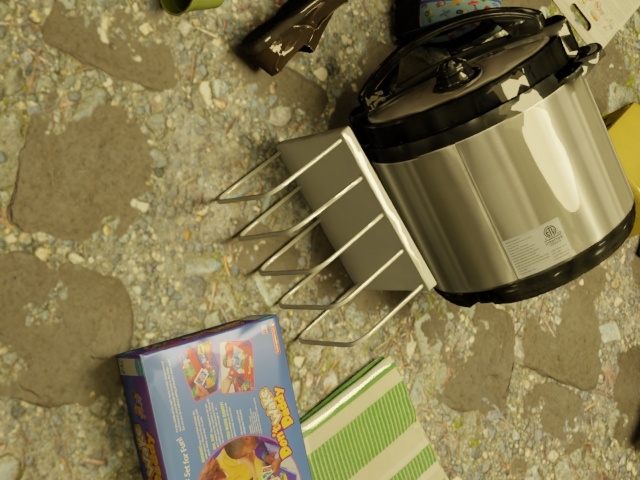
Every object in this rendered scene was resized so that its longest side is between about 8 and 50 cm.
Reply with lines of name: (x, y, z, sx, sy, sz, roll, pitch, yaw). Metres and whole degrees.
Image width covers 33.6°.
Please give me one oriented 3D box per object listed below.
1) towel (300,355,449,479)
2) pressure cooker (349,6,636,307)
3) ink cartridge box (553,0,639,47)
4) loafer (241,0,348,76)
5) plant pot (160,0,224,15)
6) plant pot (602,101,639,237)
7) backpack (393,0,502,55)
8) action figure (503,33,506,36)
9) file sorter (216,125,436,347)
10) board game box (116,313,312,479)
towel: (0.090, 0.383, 1.717, 0.248, 0.038, 0.325, -34, 107, -31)
pressure cooker: (0.272, -0.152, 1.685, 0.370, 0.375, 0.420, -37, 108, -29)
ink cartridge box: (0.561, -0.512, 2.134, 0.181, 0.056, 0.225, 44, 82, -25)
loafer: (-0.033, -0.333, 1.672, 0.220, 0.080, 0.078, -41, 119, -25)
plant pot: (-0.183, -0.371, 1.565, 0.079, 0.083, 0.083, -8, 91, -47)
plant pot: (0.570, -0.134, 2.013, 0.212, 0.212, 0.187, -43, 97, -30)
backpack: (0.228, -0.389, 1.795, 0.158, 0.173, 0.117, 1, 85, -35)
action figure: (0.403, -0.267, 1.978, 0.232, 0.063, 0.137, 30, 68, -26)
file sorter: (0.000, 0.000, 1.591, 0.173, 0.192, 0.278, -39, 108, -28)
board game box: (-0.140, 0.302, 1.531, 0.233, 0.078, 0.347, -13, 94, -36)
